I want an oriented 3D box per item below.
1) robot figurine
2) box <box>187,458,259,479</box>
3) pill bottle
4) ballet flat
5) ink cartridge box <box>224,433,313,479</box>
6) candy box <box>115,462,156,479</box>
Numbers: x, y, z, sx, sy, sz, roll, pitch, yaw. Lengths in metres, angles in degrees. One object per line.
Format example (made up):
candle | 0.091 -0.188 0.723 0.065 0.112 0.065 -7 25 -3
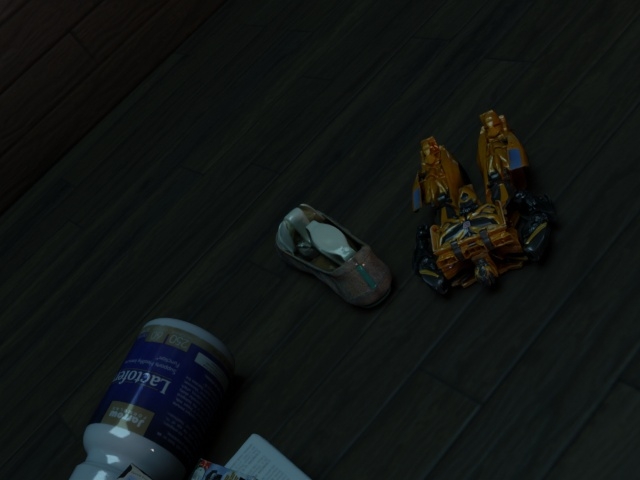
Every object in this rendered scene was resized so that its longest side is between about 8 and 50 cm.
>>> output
robot figurine | 0.213 -0.053 1.159 0.211 0.085 0.291 -23 36 23
box | -0.133 0.323 0.933 0.094 0.027 0.137 5 54 40
pill bottle | -0.236 0.254 1.158 0.153 0.153 0.264 -8 45 37
ballet flat | 0.000 0.000 1.277 0.107 0.106 0.316 -46 34 -11
ink cartridge box | -0.051 0.423 0.862 0.308 0.091 0.385 -47 40 -14
candy box | -0.264 0.368 0.884 0.159 0.071 0.233 -56 -4 23
